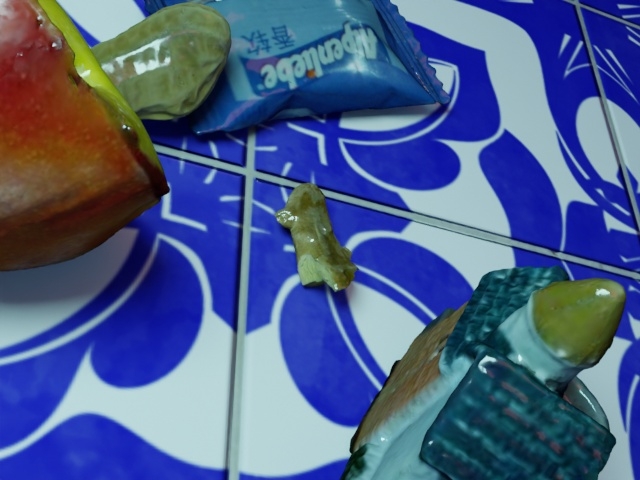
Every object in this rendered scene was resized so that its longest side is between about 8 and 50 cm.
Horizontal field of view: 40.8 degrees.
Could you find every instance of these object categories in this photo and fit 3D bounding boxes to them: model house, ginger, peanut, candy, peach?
[{"bbox_3d":[0.146,0.133,0.619,0.184,0.291,0.253,34,48,5],"label":"model house"},{"bbox_3d":[-0.005,0.000,0.799,0.057,0.044,0.137,-18,56,-4],"label":"ginger"},{"bbox_3d":[-0.163,-0.144,0.774,0.194,0.083,0.093,-36,117,-14],"label":"peanut"},{"bbox_3d":[-0.018,-0.206,0.923,0.331,0.077,0.187,-15,71,-32],"label":"candy"},{"bbox_3d":[-0.247,-0.121,0.596,0.338,0.281,0.281,19,49,2],"label":"peach"}]
